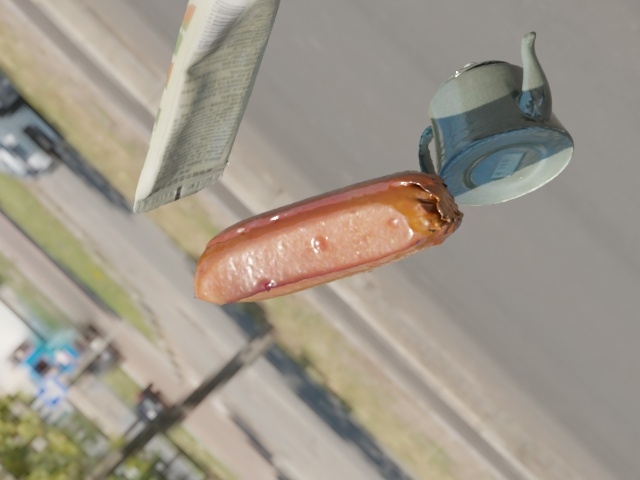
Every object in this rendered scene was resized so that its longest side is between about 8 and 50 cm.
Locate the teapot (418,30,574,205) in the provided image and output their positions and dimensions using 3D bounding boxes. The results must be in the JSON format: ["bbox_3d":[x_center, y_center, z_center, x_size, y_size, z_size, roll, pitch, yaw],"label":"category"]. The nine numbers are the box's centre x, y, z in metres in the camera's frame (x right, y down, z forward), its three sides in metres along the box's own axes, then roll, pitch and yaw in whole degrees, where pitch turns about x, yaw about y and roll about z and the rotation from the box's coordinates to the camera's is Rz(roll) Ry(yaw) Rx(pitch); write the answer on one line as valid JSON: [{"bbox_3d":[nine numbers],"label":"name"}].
[{"bbox_3d":[0.187,-0.139,1.957,0.239,0.162,0.149,-47,51,46],"label":"teapot"}]

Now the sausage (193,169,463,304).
[{"bbox_3d":[0.000,0.000,1.766,0.330,0.102,0.102,-18,129,33],"label":"sausage"}]

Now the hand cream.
[{"bbox_3d":[-0.050,-0.076,0.784,0.037,0.057,0.165,48,140,24],"label":"hand cream"}]
